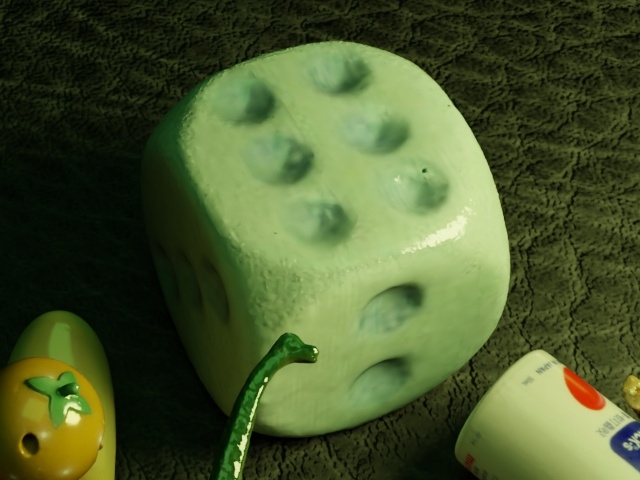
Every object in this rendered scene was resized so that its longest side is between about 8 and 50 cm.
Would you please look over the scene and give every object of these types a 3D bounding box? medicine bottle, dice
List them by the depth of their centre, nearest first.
[{"bbox_3d":[0.283,0.245,1.376,0.341,0.130,0.130,39,59,23],"label":"medicine bottle"},{"bbox_3d":[0.000,0.000,1.456,0.264,0.263,0.268,-18,56,-18],"label":"dice"}]

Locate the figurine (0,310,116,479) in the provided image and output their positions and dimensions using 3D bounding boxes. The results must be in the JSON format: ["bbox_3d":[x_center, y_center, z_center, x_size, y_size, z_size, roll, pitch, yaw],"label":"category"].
[{"bbox_3d":[-0.231,0.189,1.314,0.124,0.222,0.325,1,53,-1],"label":"figurine"}]

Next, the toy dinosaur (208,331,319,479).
[{"bbox_3d":[-0.160,0.262,1.180,0.447,0.087,0.301,-15,80,-21],"label":"toy dinosaur"}]

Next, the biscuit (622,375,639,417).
[{"bbox_3d":[0.364,0.207,1.416,0.033,0.144,0.224,-50,53,0],"label":"biscuit"}]
